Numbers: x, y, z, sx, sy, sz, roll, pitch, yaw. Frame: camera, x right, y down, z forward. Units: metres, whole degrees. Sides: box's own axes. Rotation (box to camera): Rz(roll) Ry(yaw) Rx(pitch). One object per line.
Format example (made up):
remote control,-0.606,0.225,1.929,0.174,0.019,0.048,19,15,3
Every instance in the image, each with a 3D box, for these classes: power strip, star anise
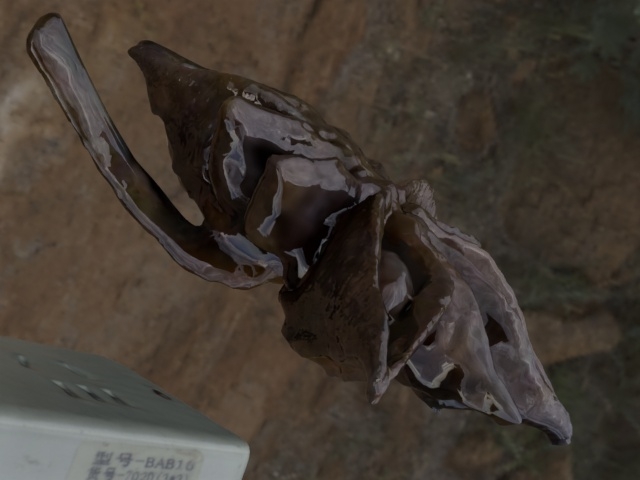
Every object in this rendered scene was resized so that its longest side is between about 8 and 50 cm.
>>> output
power strip,-0.155,0.053,0.385,0.338,0.098,0.058,17,96,-49
star anise,0.002,0.000,0.747,0.109,0.292,0.349,-55,148,9
